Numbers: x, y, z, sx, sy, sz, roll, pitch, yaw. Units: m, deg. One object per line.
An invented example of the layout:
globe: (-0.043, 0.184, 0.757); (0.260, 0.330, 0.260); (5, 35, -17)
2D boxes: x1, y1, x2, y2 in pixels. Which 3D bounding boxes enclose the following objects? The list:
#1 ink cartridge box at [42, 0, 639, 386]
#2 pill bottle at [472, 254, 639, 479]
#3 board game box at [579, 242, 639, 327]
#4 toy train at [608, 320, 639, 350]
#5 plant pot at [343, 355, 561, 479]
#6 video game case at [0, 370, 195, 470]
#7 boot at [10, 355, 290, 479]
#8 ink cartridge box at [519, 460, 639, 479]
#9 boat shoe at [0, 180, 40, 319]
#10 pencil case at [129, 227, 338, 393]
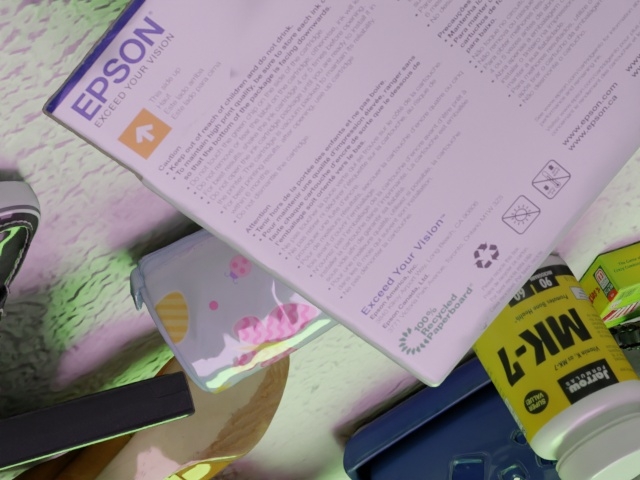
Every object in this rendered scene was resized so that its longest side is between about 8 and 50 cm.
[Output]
ink cartridge box: (0.055, -0.121, 1.090); (0.330, 0.071, 0.324); (37, 97, -34)
pill bottle: (0.227, 0.128, 1.791); (0.119, 0.208, 0.119); (-25, 157, -12)
board game box: (0.344, 0.033, 1.944); (0.181, 0.043, 0.092); (-16, 154, -28)
toy train: (0.312, 0.099, 1.993); (0.036, 0.027, 0.158); (-19, 179, -13)
plant pot: (0.164, 0.259, 1.976); (0.236, 0.212, 0.236); (-33, 156, 1)
video game case: (-0.264, 0.155, 1.378); (0.275, 0.035, 0.248); (-13, 176, -33)
boot: (-0.168, 0.175, 1.574); (0.211, 0.104, 0.295); (-14, -149, 49)
ink cartridge box: (0.431, 0.286, 2.179); (0.395, 0.166, 0.285); (-20, -175, 17)
boat shoe: (-0.245, 0.054, 1.259); (0.080, 0.076, 0.228); (1, 142, -51)
pencil case: (0.000, 0.000, 1.388); (0.273, 0.113, 0.124); (-32, 135, 5)
